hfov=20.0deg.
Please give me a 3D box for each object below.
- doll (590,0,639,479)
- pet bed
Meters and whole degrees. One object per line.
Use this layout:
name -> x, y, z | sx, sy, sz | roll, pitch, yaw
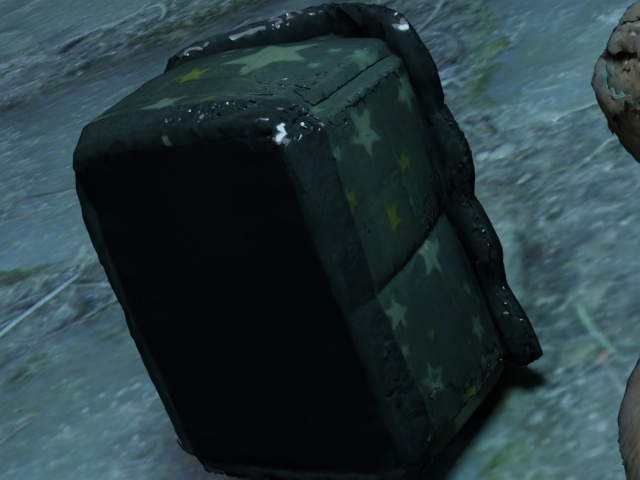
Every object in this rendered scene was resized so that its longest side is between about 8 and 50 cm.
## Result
doll -> 0.170, -0.022, 0.778 | 0.303, 0.156, 0.201 | -47, -11, -47
pet bed -> 0.000, 0.000, 0.910 | 0.183, 0.210, 0.159 | -5, 24, 43
